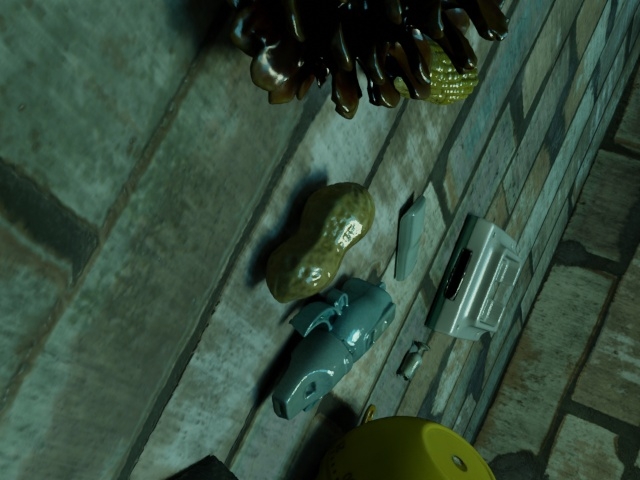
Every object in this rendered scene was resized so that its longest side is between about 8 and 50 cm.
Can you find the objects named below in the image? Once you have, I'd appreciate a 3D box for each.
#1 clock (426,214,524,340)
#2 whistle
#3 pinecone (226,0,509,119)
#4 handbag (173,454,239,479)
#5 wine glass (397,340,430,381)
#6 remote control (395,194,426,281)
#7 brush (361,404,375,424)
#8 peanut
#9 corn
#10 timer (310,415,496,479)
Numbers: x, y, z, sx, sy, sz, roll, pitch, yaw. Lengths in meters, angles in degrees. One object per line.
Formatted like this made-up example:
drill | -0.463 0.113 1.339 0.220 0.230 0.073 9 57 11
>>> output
clock | 0.350 0.095 1.876 0.231 0.116 0.262 23 87 -67
whistle | 0.020 0.145 1.205 0.274 0.093 0.186 -45 149 -38
pinecone | 0.050 -0.230 0.727 0.264 0.264 0.264 -49 151 -40
handbag | -0.168 0.364 0.992 0.270 0.089 0.175 -12 129 -64
wine glass | 0.190 0.248 1.745 0.039 0.042 0.083 49 63 -33
remote control | 0.155 -0.001 1.454 0.061 0.029 0.162 -48 150 -38
brush | 0.050 0.442 1.635 0.272 0.013 0.103 -67 158 -6
peanut | -0.001 -0.002 1.031 0.193 0.089 0.089 -57 155 -28
corn | 0.146 -0.230 1.164 0.288 0.086 0.086 -13 121 -61
timer | 0.110 0.494 1.444 0.387 0.376 0.376 -50 162 16
